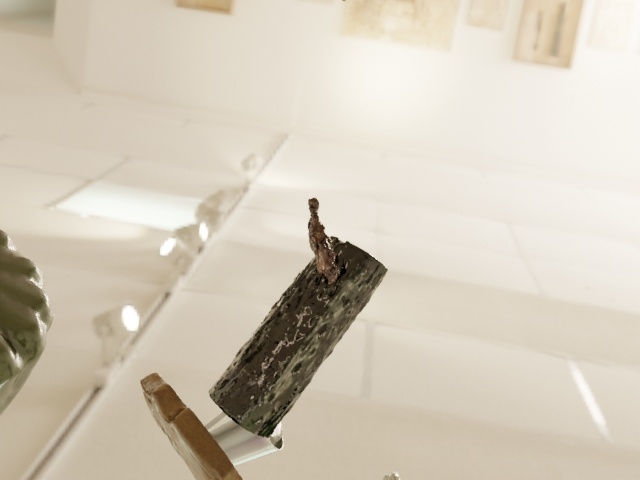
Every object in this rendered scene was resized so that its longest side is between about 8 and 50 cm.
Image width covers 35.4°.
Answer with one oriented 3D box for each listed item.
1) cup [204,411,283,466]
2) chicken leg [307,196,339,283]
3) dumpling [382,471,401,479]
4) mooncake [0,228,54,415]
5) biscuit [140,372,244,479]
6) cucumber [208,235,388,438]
[{"bbox_3d":[-0.124,0.287,1.489,0.116,0.104,0.074,-25,-144,11],"label":"cup"},{"bbox_3d":[0.000,0.002,0.957,0.021,0.083,0.036,-13,170,-6],"label":"chicken leg"},{"bbox_3d":[0.014,0.378,1.086,0.243,0.175,0.227,-30,-177,-13],"label":"dumpling"},{"bbox_3d":[-0.561,0.101,1.402,0.356,0.194,0.356,25,-142,-21],"label":"mooncake"},{"bbox_3d":[-0.127,0.215,1.023,0.034,0.182,0.215,-35,-140,-15],"label":"biscuit"},{"bbox_3d":[-0.020,0.092,1.001,0.078,0.211,0.062,37,178,-1],"label":"cucumber"}]
